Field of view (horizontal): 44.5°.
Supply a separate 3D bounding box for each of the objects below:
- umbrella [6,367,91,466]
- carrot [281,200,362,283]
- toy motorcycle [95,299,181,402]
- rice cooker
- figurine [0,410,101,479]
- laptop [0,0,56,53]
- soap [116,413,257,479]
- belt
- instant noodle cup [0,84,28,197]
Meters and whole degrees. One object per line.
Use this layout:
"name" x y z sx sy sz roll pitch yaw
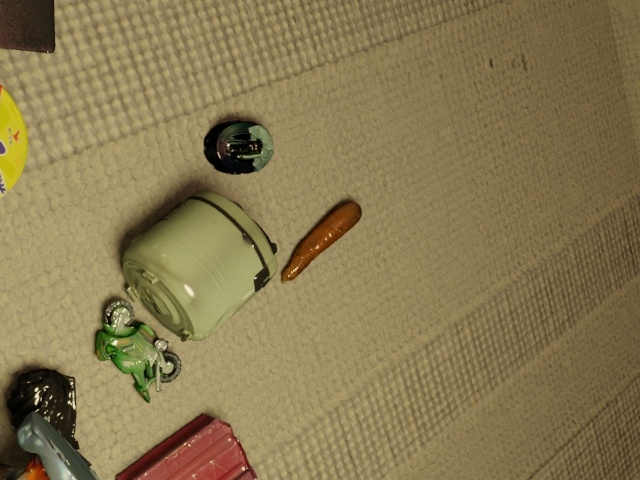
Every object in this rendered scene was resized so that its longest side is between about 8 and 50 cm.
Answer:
"umbrella" -0.432 0.371 1.290 0.118 0.118 0.340 -20 113 -35
"carrot" 0.000 0.000 1.630 0.248 0.059 0.059 -44 116 -25
"toy motorcycle" -0.328 0.195 1.375 0.106 0.074 0.190 -44 117 -17
"rice cooker" -0.208 0.039 1.376 0.244 0.226 0.226 -46 117 -26
"figurine" -0.484 0.450 1.090 0.388 0.276 0.248 -41 125 -17
"laptop" -0.522 -0.372 1.244 0.197 0.016 0.135 -2 93 -36
"soap" -0.254 0.441 1.418 0.250 0.099 0.162 -31 110 -33
"belt" -0.154 -0.178 1.501 0.140 0.058 0.105 -10 101 -38
"instant noodle cup" -0.554 -0.141 1.125 0.213 0.174 0.213 -1 92 -39
